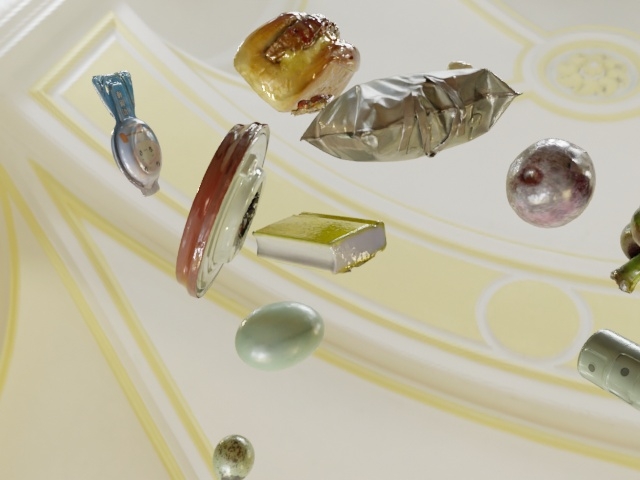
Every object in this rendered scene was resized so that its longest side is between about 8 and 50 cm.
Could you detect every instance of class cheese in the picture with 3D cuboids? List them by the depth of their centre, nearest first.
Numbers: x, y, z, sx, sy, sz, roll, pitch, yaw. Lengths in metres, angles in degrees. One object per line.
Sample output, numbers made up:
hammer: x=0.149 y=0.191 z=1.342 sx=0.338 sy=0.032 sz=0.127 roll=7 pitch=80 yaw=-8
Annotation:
cheese: x=-0.367 y=-0.205 z=1.241 sx=0.052 sy=0.244 sz=0.135 roll=-9 pitch=-163 yaw=21

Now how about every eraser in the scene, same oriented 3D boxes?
eraser: x=0.000 y=0.000 z=1.246 sx=0.226 sy=0.069 sz=0.158 roll=10 pitch=-157 yaw=43

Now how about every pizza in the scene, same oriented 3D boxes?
pizza: x=-0.005 y=-0.287 z=1.322 sx=0.100 sy=0.029 sz=0.099 roll=-28 pitch=-161 yaw=-17

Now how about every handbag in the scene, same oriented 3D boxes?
handbag: x=0.124 y=-0.167 z=0.854 sx=0.270 sy=0.117 sz=0.182 roll=-18 pitch=-167 yaw=-22

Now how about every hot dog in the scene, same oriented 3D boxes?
hot dog: x=-0.035 y=-0.429 z=1.522 sx=0.223 sy=0.405 sz=0.185 roll=-41 pitch=-91 yaw=17

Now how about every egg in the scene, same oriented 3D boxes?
egg: x=-0.176 y=0.443 z=1.284 sx=0.085 sy=0.110 sz=0.085 roll=18 pitch=-161 yaw=-6
egg: x=-0.101 y=0.238 z=1.596 sx=0.231 sy=0.168 sz=0.168 roll=-16 pitch=-130 yaw=-9

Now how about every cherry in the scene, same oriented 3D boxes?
cherry: x=0.480 y=-0.121 z=1.346 sx=0.195 sy=0.195 sz=0.195 roll=-5 pitch=-129 yaw=7

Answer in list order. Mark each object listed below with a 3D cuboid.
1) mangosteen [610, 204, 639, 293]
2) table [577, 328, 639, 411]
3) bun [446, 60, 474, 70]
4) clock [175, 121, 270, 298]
mangosteen: x=0.781 y=-0.007 z=1.284 sx=0.330 sy=0.330 sz=0.330 roll=-5 pitch=-129 yaw=7
table: x=0.674 y=0.289 z=1.348 sx=0.126 sy=0.126 sz=0.220 roll=-33 pitch=-147 yaw=-16
bun: x=0.366 y=-0.428 z=1.631 sx=0.055 sy=0.086 sz=0.086 roll=-45 pitch=-127 yaw=6
clock: x=-0.151 y=-0.049 z=1.079 sx=0.080 sy=0.318 sz=0.318 roll=20 pitch=-125 yaw=0
